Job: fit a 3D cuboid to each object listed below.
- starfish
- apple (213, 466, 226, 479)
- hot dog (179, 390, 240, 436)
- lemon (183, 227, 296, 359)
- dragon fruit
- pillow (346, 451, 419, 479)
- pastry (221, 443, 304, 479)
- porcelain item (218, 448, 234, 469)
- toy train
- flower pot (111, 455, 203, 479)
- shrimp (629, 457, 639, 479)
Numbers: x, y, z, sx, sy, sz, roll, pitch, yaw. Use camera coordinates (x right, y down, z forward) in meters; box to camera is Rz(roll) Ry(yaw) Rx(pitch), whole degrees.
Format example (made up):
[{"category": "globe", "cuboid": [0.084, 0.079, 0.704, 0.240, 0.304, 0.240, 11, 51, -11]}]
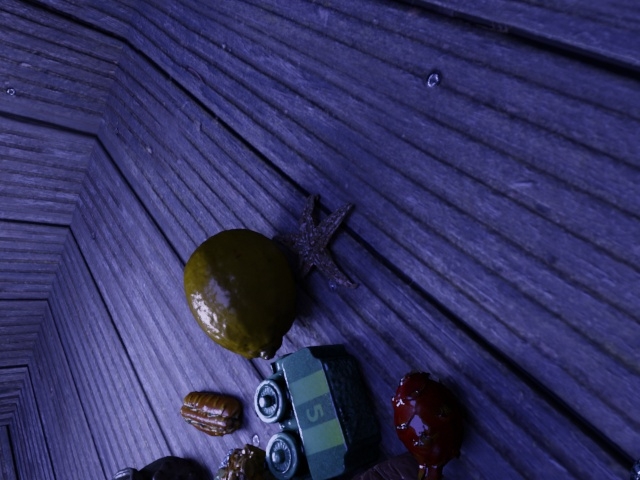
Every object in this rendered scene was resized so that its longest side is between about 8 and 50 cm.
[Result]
[{"category": "starfish", "cuboid": [-0.004, -0.001, 1.100, 0.295, 0.048, 0.231, 34, 108, 40]}, {"category": "apple", "cuboid": [-0.199, 0.667, 1.127, 0.207, 0.174, 0.188, 5, 69, 47]}, {"category": "hot dog", "cuboid": [-0.328, 0.509, 1.342, 0.269, 0.072, 0.115, -13, 84, 42]}, {"category": "lemon", "cuboid": [-0.188, 0.120, 1.115, 0.316, 0.285, 0.285, 23, 101, 43]}, {"category": "dragon fruit", "cuboid": [0.187, 0.356, 0.799, 0.125, 0.125, 0.246, -1, 62, 14]}, {"category": "pillow", "cuboid": [0.124, 0.451, 0.793, 0.126, 0.232, 0.043, 48, 129, 38]}, {"category": "pastry", "cuboid": [-0.101, 0.561, 1.002, 0.102, 0.250, 0.154, -46, 13, 8]}, {"category": "porcelain item", "cuboid": [-0.259, 0.619, 1.287, 0.036, 0.028, 0.083, 49, 117, 39]}, {"category": "toy train", "cuboid": [-0.013, 0.376, 0.988, 0.238, 0.167, 0.299, -35, 63, 30]}, {"category": "flower pot", "cuboid": [-0.475, 0.794, 1.349, 0.301, 0.213, 0.302, -7, 81, 45]}, {"category": "shrimp", "cuboid": [0.458, 0.292, 0.594, 0.076, 0.082, 0.174, 43, 122, 33]}]
